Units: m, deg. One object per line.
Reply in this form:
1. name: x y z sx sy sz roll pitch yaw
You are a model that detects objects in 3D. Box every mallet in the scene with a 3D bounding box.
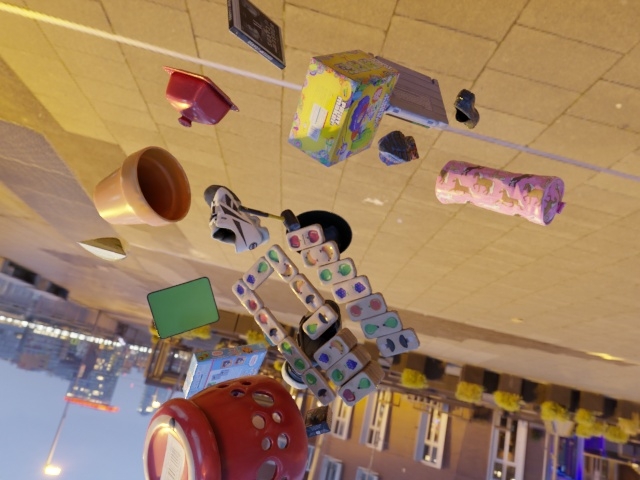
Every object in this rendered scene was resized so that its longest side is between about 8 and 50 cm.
1. mallet: -0.127 -0.057 1.245 0.190 0.062 0.039 6 131 -52

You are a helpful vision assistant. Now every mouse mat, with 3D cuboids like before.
1. mouse mat: -0.414 0.204 1.477 0.190 0.152 0.007 -17 -167 -20

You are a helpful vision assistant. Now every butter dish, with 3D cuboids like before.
1. butter dish: -0.309 -0.333 1.190 0.160 0.118 0.160 23 175 27

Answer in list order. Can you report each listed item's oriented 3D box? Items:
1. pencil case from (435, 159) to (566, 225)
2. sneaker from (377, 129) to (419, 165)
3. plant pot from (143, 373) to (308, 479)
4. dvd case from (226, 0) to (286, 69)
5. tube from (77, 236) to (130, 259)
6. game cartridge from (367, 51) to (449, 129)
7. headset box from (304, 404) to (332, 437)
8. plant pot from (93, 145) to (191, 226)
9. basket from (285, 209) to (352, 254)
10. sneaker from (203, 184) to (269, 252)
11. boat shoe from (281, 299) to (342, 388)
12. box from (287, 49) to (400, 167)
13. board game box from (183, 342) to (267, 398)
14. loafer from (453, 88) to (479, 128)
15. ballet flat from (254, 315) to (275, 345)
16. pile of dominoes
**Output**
1. pencil case: 0.569 -0.158 1.563 0.167 0.159 0.386 -28 -147 -37
2. sneaker: 0.187 -0.223 1.240 0.087 0.083 0.221 -19 175 25
3. plant pot: -0.143 0.297 0.691 0.191 0.190 0.174 -4 173 45
4. dvd case: -0.205 -0.681 1.567 0.030 0.179 0.239 -23 153 32
5. tube: -0.460 0.019 1.069 0.070 0.062 0.240 -25 -174 -14
6. game cartridge: 0.318 -0.546 1.815 0.355 0.230 0.068 8 157 -32
7. headset box: -0.005 0.453 1.231 0.062 0.032 0.083 -20 -165 12
8. plant pot: -0.483 -0.124 1.291 0.188 0.205 0.205 -15 153 22
9. basket: 0.000 0.000 1.593 0.205 0.154 0.227 3 171 3
10. sneaker: -0.329 -0.076 1.648 0.331 0.146 0.122 39 143 32
11. boat shoe: 0.000 0.248 1.325 0.127 0.340 0.113 34 123 6
12. box: 0.075 -0.433 1.573 0.177 0.279 0.289 35 130 18
13. board game box: -0.275 0.374 1.406 0.212 0.039 0.160 0 129 -34
14. loafer: 0.501 -0.442 1.690 0.076 0.078 0.223 41 -176 26
15. ballet flat: -0.153 0.253 1.419 0.041 0.114 0.041 -30 173 -4
16. pile of dominoes: -0.008 0.110 0.690 0.196 0.251 0.040 -46 168 27
